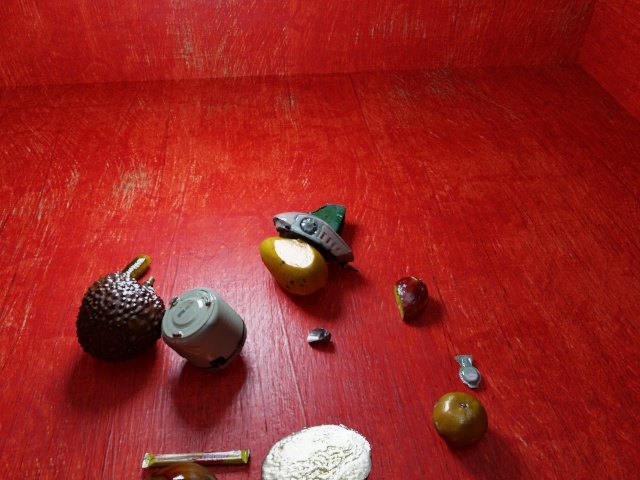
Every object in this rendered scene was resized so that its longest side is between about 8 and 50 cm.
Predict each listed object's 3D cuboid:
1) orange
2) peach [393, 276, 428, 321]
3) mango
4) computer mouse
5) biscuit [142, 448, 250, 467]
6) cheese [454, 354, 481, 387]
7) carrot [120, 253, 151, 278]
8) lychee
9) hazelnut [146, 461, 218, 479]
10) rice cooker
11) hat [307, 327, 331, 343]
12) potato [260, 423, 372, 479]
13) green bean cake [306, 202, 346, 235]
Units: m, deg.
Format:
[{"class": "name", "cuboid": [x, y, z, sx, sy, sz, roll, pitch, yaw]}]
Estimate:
[{"class": "orange", "cuboid": [0.399, 0.506, 1.580, 0.156, 0.124, 0.156, 2, 45, -2]}, {"class": "peach", "cuboid": [0.314, 0.196, 1.943, 0.127, 0.092, 0.172, 15, 42, 11]}, {"class": "mango", "cuboid": [-0.099, 0.089, 1.976, 0.290, 0.191, 0.160, 32, 59, 25]}, {"class": "computer mouse", "cuboid": [0.002, -0.006, 2.031, 0.389, 0.199, 0.114, 30, 76, -18]}, {"class": "biscuit", "cuboid": [-0.341, 0.604, 1.530, 0.292, 0.026, 0.048, -1, 23, -3]}, {"class": "cheese", "cuboid": [0.469, 0.413, 1.755, 0.067, 0.026, 0.120, -3, 42, -5]}, {"class": "carrot", "cuboid": [-0.725, 0.166, 1.984, 0.066, 0.066, 0.314, 19, 49, 19]}, {"class": "lychee", "cuboid": [-0.626, 0.237, 1.751, 0.276, 0.275, 0.304, 24, 68, 23]}, {"class": "hazelnut", "cuboid": [-0.338, 0.647, 1.371, 0.181, 0.181, 0.212, -26, 35, -1]}, {"class": "rice cooker", "cuboid": [-0.360, 0.281, 1.733, 0.226, 0.244, 0.226, -18, 47, 20]}, {"class": "hat", "cuboid": [0.000, 0.323, 1.842, 0.087, 0.042, 0.058, -21, 31, 27]}, {"class": "potato", "cuboid": [-0.003, 0.611, 1.466, 0.299, 0.116, 0.239, -12, 35, 3]}, {"class": "green bean cake", "cuboid": [-0.004, -0.065, 2.215, 0.194, 0.107, 0.208, 9, 42, 13]}]
